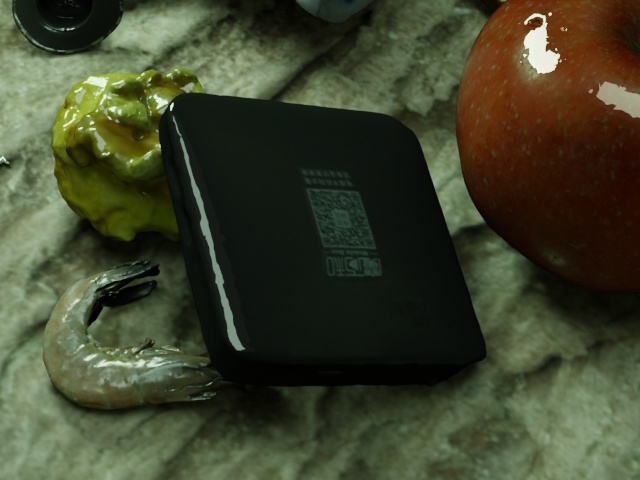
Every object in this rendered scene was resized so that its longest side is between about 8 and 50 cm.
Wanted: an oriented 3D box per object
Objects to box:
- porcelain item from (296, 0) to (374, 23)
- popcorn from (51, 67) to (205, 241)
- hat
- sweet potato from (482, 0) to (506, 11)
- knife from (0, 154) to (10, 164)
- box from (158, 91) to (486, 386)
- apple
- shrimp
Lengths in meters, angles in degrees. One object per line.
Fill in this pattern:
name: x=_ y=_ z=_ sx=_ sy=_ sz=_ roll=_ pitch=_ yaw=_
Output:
porcelain item: x=-0.094 y=-0.415 z=1.744 sx=0.405 sy=0.242 sz=0.178 roll=40 pitch=37 yaw=21
popcorn: x=-0.173 y=-0.092 z=1.562 sx=0.197 sy=0.155 sz=0.197 roll=1 pitch=42 yaw=-1
hat: x=-0.271 y=-0.258 z=1.729 sx=0.121 sy=0.121 sz=0.050 roll=5 pitch=15 yaw=1
sweet potato: x=0.219 y=-0.268 z=1.762 sx=0.206 sy=0.060 sz=0.068 roll=29 pitch=34 yaw=8
knife: x=-0.446 y=-0.147 z=1.668 sx=0.298 sy=0.017 sz=0.047 roll=29 pitch=52 yaw=18
box: x=0.000 y=0.000 z=1.471 sx=0.290 sy=0.073 sz=0.289 roll=2 pitch=60 yaw=-36
apple: x=0.298 y=-0.118 z=1.525 sx=0.348 sy=0.277 sz=0.348 roll=1 pitch=54 yaw=-1
shrimp: x=-0.148 y=0.090 z=1.496 sx=0.219 sy=0.046 sz=0.152 roll=2 pitch=57 yaw=-1
